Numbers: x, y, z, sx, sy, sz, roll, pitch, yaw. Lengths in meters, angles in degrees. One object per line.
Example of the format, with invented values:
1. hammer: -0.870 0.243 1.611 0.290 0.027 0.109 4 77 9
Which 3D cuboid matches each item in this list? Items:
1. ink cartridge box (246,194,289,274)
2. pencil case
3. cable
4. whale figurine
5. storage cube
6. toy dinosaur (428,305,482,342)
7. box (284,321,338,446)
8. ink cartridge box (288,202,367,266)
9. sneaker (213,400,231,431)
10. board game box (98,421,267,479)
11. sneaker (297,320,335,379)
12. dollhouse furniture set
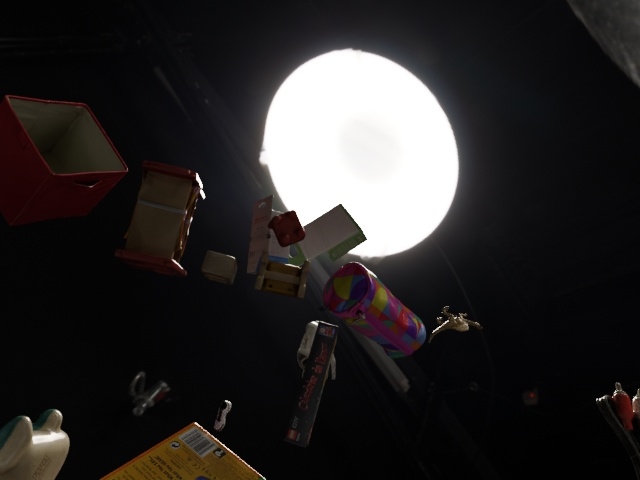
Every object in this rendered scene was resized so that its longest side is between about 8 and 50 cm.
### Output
1. ink cartridge box: -0.122 -0.009 1.011 0.060 0.104 0.180 12 -104 -34
2. pencil case: 0.099 0.132 0.739 0.236 0.104 0.104 39 -142 -41
3. cable: 0.693 0.438 0.901 0.140 0.072 0.287 27 -143 1
4. whale figurine: -0.600 0.423 0.807 0.141 0.272 0.216 20 -133 -2
5. storage cube: -0.583 -0.166 0.904 0.215 0.193 0.184 57 -155 3
6. toy dinosaur: 0.375 0.236 1.199 0.183 0.053 0.092 -6 -155 -16
7. box: -0.015 0.303 0.880 0.044 0.159 0.233 15 -114 6
8. ink cartridge box: 0.000 0.000 1.233 0.056 0.235 0.171 57 -179 -36
9. sneaker: -0.359 0.630 1.509 0.043 0.040 0.109 77 -156 -51
10. board game box: -0.346 0.744 0.985 0.357 0.356 0.356 26 -166 23
11. sneaker: -0.024 0.308 1.195 0.235 0.095 0.090 -120 24 -67
12. dollhouse furniture set: -0.202 -0.008 0.877 0.374 0.152 0.201 13 -104 -7
